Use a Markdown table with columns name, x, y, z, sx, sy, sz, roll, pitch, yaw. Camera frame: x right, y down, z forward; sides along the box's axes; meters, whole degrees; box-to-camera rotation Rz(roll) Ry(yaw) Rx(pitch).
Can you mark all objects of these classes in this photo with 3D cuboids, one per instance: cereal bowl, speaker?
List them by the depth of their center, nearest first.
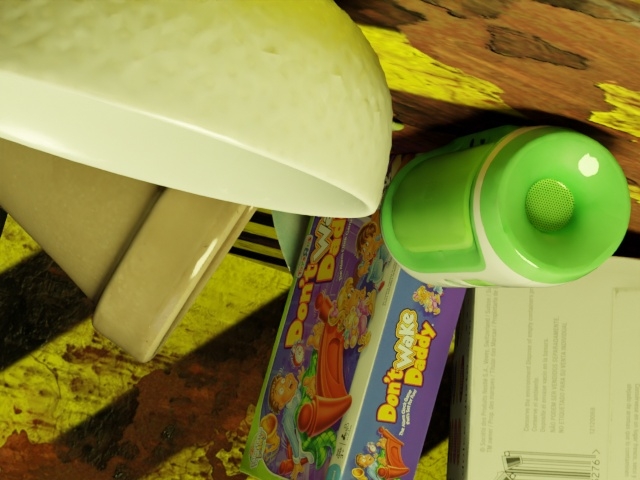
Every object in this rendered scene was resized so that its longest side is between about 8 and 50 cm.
| name | x | y | z | sx | sy | sz | roll | pitch | yaw |
| --- | --- | --- | --- | --- | --- | --- | --- | --- | --- |
| cereal bowl | -0.112 | -0.124 | 0.940 | 0.339 | 0.141 | 0.339 | 16 | 174 | 2 |
| speaker | 0.143 | -0.024 | 1.290 | 0.131 | 0.131 | 0.296 | 17 | 174 | -14 |

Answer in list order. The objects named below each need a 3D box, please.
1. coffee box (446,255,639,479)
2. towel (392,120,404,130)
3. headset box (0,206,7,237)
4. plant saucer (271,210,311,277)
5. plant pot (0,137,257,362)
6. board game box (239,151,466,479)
| name | x | y | z | sx | sy | sz | roll | pitch | yaw |
| --- | --- | --- | --- | --- | --- | --- | --- | --- | --- |
| coffee box | 0.315 | 0.199 | 1.686 | 0.338 | 0.337 | 0.334 | 4 | 173 | 2 |
| towel | 0.028 | -0.111 | 1.342 | 0.060 | 0.009 | 0.083 | 10 | 173 | 39 |
| headset box | -0.448 | -0.098 | 1.559 | 0.283 | 0.246 | 0.131 | 17 | 175 | -1 |
| plant saucer | 0.000 | 0.000 | 1.779 | 0.037 | 0.195 | 0.195 | -19 | 163 | 15 |
| plant pot | -0.158 | -0.071 | 1.226 | 0.229 | 0.263 | 0.263 | 33 | 174 | 0 |
| board game box | 0.041 | 0.090 | 1.554 | 0.078 | 0.347 | 0.233 | 19 | 173 | -24 |
